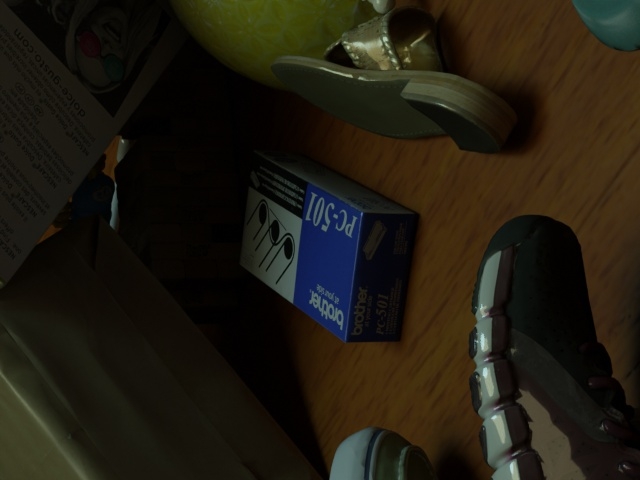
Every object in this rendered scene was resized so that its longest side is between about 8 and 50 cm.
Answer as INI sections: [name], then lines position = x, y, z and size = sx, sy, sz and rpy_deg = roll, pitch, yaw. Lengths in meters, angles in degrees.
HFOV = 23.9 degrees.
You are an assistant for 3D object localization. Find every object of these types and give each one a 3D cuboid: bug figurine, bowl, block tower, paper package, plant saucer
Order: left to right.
[bug figurine]
position = -0.282, 0.047, 1.381
size = 0.072, 0.279, 0.216
rpy_deg = 44, 155, 15
[paper package]
position = -0.193, 0.195, 1.257
size = 0.309, 0.168, 0.325
rpy_deg = 50, 142, 11
[block tower]
position = -0.136, -0.095, 1.380
size = 0.091, 0.097, 0.335
rpy_deg = 141, 125, -59
[bowl]
position = -0.063, -0.262, 1.165
size = 0.289, 0.156, 0.289
rpy_deg = -178, 90, -65
[plant saucer]
position = 0.166, -0.165, 0.832
size = 0.119, 0.021, 0.119
rpy_deg = -177, 90, -65

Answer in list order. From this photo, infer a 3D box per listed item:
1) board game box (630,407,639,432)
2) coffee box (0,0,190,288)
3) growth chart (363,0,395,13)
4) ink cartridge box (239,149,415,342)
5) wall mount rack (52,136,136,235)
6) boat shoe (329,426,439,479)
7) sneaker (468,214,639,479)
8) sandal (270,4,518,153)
[board game box]
position = 0.162, 0.182, 0.809
size = 0.103, 0.026, 0.154
rpy_deg = 123, 140, -48
[coffee box]
position = -0.376, -0.170, 1.215
size = 0.338, 0.338, 0.334
rpy_deg = -10, 38, 41
[growth chart]
position = 0.039, -0.260, 0.984
size = 0.021, 0.172, 0.237
rpy_deg = -48, -8, -51
[ink cartridge box]
position = 0.000, 0.000, 1.139
size = 0.207, 0.046, 0.097
rpy_deg = -149, 63, -61
[wall mount rack]
position = -0.248, 0.073, 1.576
size = 0.304, 0.130, 0.350
rpy_deg = -37, 49, 18
[boat shoe]
position = 0.084, 0.244, 0.912
size = 0.094, 0.109, 0.302
rpy_deg = -29, 56, 22
[sneaker]
position = 0.166, 0.115, 0.727
size = 0.163, 0.106, 0.281
rpy_deg = -11, 72, 30
[sandal]
position = 0.062, -0.118, 1.015
size = 0.079, 0.088, 0.240
rpy_deg = -57, 33, -8
